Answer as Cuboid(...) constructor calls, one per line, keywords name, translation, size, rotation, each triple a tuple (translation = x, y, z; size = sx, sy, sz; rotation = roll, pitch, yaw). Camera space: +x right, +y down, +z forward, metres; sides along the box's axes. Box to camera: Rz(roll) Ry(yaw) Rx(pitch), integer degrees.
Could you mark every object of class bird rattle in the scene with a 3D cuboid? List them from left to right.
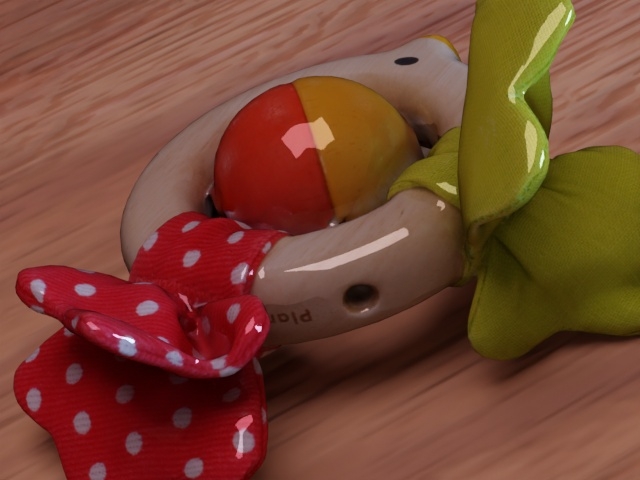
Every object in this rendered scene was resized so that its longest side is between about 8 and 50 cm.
Cuboid(name="bird rattle", translation=(0.000, 0.000, 0.760), size=(0.253, 0.143, 0.207), rotation=(-28, 28, 5))
